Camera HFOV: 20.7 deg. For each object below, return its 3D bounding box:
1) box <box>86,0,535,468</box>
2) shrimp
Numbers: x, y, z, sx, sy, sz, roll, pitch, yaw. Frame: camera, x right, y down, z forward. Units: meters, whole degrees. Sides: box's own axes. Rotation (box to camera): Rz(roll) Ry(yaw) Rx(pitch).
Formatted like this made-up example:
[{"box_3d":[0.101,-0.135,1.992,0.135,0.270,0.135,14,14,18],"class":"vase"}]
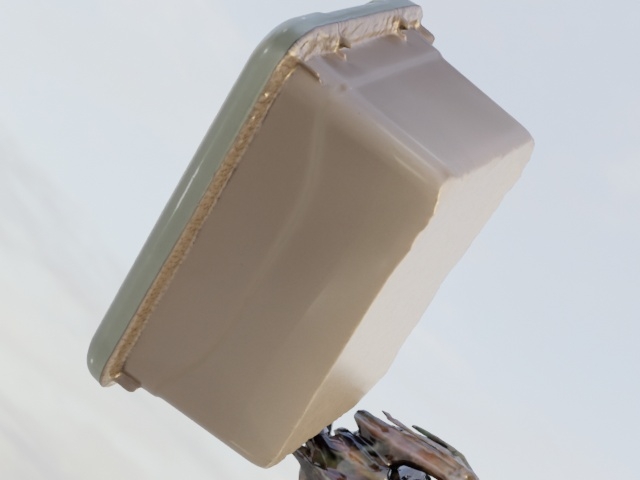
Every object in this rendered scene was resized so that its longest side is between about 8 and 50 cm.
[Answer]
[{"box_3d":[0.000,0.000,0.482,0.062,0.122,0.089,39,26,13],"class":"box"},{"box_3d":[0.035,0.105,0.577,0.190,0.075,0.073,46,12,-23],"class":"shrimp"}]
